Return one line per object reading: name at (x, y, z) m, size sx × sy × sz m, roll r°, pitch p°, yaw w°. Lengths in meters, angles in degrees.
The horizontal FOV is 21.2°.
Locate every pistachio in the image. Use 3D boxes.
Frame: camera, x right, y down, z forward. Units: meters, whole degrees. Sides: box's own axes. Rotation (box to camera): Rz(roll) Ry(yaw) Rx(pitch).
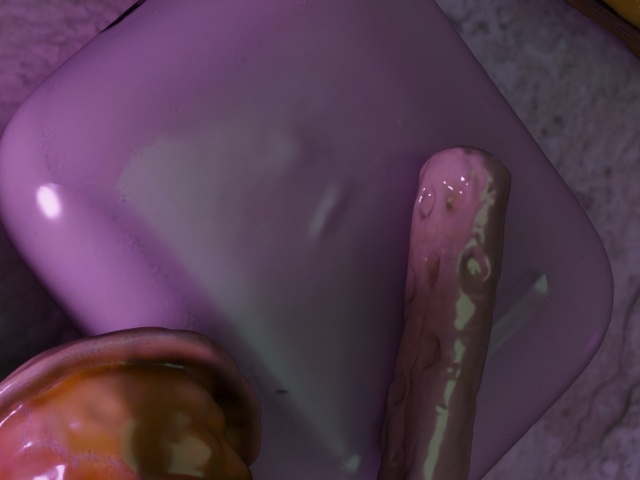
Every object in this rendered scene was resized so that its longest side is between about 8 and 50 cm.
pistachio at (-0.123, 0.150, 0.870) m, size 0.187 × 0.299 × 0.187 m, roll 12°, pitch 55°, yaw -18°

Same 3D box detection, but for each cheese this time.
cheese at (0.066, 0.046, 0.920) m, size 0.043 × 0.065 × 0.194 m, roll 11°, pitch 87°, yaw -18°

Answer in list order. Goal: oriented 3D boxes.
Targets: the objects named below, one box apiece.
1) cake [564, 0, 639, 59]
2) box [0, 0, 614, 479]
cake at (0.203, -0.149, 1.145) m, size 0.185 × 0.079 × 0.116 m, roll -11°, pitch 108°, yaw -35°
box at (-0.001, 0.000, 1.002) m, size 0.288 × 0.141 × 0.349 m, roll -44°, pitch 107°, yaw -19°
